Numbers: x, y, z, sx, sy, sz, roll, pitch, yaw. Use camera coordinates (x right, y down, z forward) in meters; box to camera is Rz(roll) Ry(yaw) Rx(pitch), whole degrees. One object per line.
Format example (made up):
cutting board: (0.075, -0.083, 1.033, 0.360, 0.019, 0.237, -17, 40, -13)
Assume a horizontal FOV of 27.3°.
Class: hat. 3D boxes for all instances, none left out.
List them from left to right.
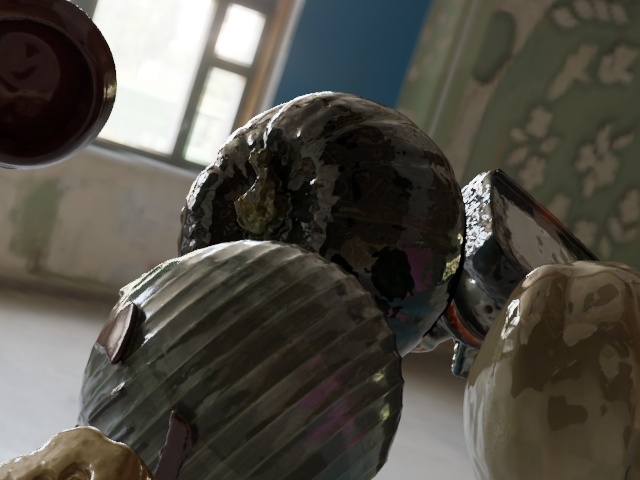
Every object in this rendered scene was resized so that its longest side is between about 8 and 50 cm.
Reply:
hat: (-0.319, -0.175, 1.411, 0.205, 0.205, 0.089, 15, 18, -22)

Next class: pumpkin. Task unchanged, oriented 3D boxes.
pumpkin: (0.000, 0.000, 1.425, 0.323, 0.323, 0.241, 23, 3, 35)

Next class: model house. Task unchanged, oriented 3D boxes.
model house: (0.202, 0.100, 1.659, 0.271, 0.301, 0.190, 39, 38, -23)

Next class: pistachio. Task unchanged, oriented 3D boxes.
pistachio: (0.230, 0.164, 1.168, 0.207, 0.332, 0.226, -3, 36, -15)

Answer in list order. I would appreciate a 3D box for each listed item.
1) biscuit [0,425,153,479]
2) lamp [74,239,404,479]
biscuit: (-0.118, 0.170, 0.469, 0.036, 0.166, 0.225, 54, 23, -43)
lamp: (-0.065, 0.114, 0.962, 0.233, 0.233, 0.265, 17, -35, -10)
